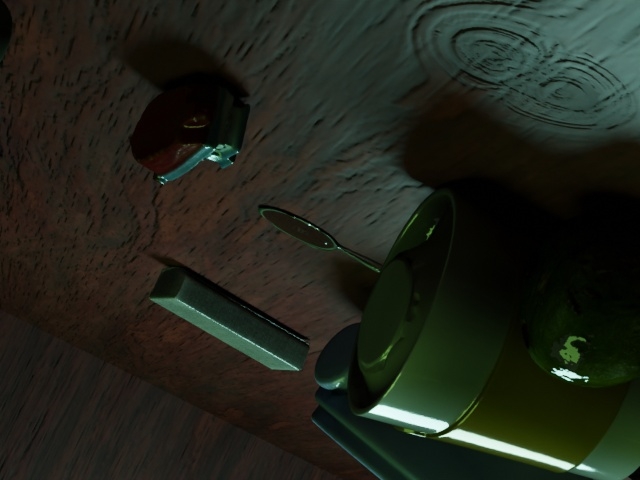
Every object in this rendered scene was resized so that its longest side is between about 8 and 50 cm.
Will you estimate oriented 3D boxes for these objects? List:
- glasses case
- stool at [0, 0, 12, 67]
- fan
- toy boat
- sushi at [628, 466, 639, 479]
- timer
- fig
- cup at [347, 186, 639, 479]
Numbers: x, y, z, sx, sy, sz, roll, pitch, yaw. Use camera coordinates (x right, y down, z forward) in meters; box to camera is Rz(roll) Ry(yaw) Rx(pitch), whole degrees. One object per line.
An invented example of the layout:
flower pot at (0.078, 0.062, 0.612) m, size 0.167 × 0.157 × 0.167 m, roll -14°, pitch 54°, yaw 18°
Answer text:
glasses case at (-0.111, 0.099, 2.351) m, size 0.205 × 0.047 × 0.071 m, roll 33°, pitch 162°, yaw -28°
stool at (-0.301, -0.173, 1.469) m, size 0.096 × 0.096 × 0.110 m, roll 16°, pitch 168°, yaw 39°
fan at (0.000, 0.000, 1.797) m, size 0.133 × 0.005 × 0.085 m, roll 26°, pitch 167°, yaw 3°
toy boat at (-0.105, -0.084, 1.504) m, size 0.059 × 0.069 × 0.173 m, roll 16°, pitch 166°, yaw -22°
sushi at (0.407, 0.261, 1.952) m, size 0.294 × 0.059 × 0.292 m, roll 21°, pitch 167°, yaw 20°
timer at (0.157, 0.215, 1.958) m, size 0.395 × 0.173 × 0.395 m, roll 40°, pitch 177°, yaw 2°
fig at (0.216, 0.049, 1.307) m, size 0.156 × 0.123 × 0.123 m, roll 17°, pitch 172°, yaw -22°
cup at (0.148, 0.069, 1.463) m, size 0.226 × 0.185 × 0.241 m, roll 22°, pitch -157°, yaw -11°
